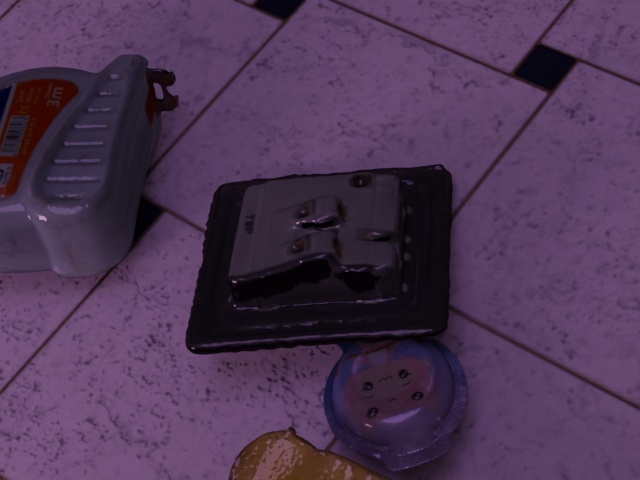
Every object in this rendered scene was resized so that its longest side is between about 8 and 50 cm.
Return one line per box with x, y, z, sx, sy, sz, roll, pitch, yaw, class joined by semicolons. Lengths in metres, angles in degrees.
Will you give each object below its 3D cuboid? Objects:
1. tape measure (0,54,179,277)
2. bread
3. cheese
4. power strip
-0.288;-0.075;1.640;0.246;0.125;0.243;-1;48;11;tape measure
0.032;0.253;1.339;0.246;0.094;0.102;21;64;27;bread
0.060;0.118;1.452;0.135;0.052;0.244;-19;45;-1;cheese
-0.002;-0.001;1.513;0.251;0.092;0.257;-10;39;13;power strip
